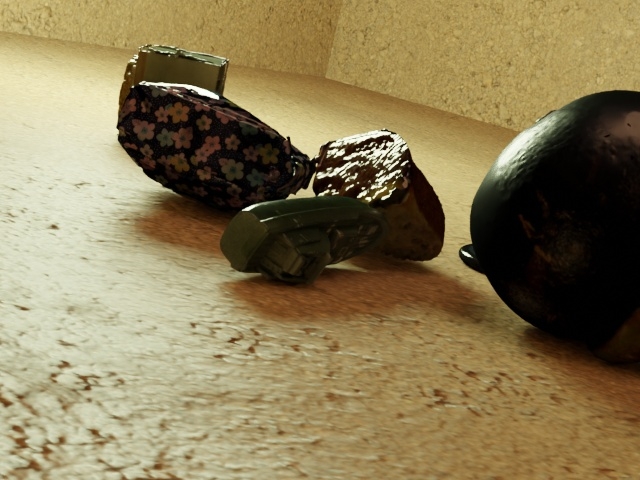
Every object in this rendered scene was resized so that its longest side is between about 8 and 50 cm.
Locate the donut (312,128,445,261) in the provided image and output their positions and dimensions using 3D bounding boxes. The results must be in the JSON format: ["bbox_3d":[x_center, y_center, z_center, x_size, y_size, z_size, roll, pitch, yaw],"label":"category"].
[{"bbox_3d":[0.075,-0.051,1.555,0.187,0.144,0.126,-6,-45,43],"label":"donut"}]

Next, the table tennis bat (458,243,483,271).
[{"bbox_3d":[0.255,0.026,1.676,0.150,0.027,0.236,16,13,19],"label":"table tennis bat"}]

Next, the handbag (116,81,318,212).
[{"bbox_3d":[-0.126,-0.105,1.602,0.229,0.126,0.208,21,-2,10],"label":"handbag"}]

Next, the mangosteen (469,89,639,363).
[{"bbox_3d":[0.302,0.003,1.318,0.302,0.275,0.275,56,27,17],"label":"mangosteen"}]

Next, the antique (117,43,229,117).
[{"bbox_3d":[-0.217,-0.209,1.998,0.148,0.151,0.146,11,10,0],"label":"antique"}]

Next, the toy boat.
[{"bbox_3d":[0.000,0.000,1.362,0.085,0.078,0.260,45,24,21],"label":"toy boat"}]
